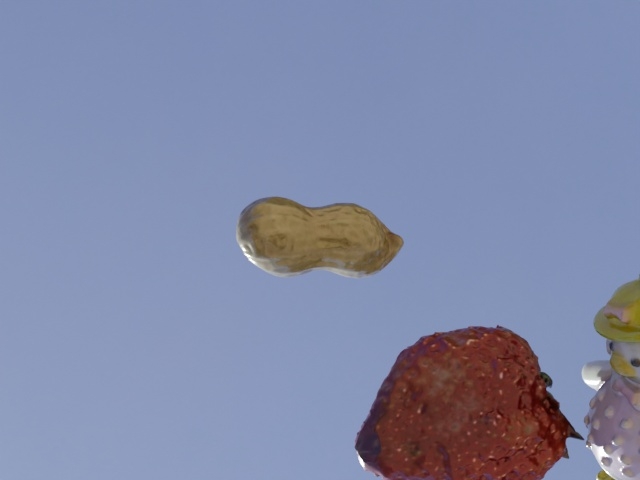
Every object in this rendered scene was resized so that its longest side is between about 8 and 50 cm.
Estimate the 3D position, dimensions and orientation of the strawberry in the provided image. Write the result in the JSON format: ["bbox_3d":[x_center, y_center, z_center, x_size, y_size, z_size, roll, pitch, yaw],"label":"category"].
[{"bbox_3d":[0.104,0.126,0.977,0.148,0.131,0.131,-3,-96,-47],"label":"strawberry"}]

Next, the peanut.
[{"bbox_3d":[0.000,0.000,1.336,0.187,0.082,0.082,1,-100,-28],"label":"peanut"}]

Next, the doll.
[{"bbox_3d":[0.227,0.106,0.942,0.081,0.129,0.207,-21,-55,-23],"label":"doll"}]
